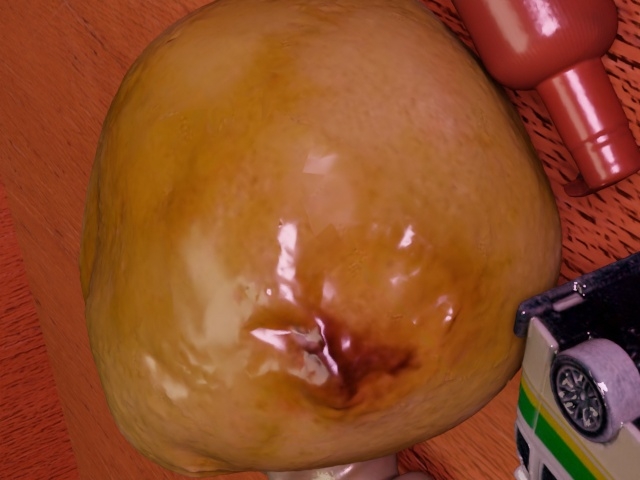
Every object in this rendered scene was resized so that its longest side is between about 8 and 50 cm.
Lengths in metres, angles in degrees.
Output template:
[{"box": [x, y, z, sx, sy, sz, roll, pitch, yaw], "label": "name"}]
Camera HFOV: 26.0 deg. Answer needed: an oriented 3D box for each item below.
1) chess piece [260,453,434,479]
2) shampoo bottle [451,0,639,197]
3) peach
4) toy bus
[{"box": [0.051, 0.226, 1.187, 0.243, 0.133, 0.133, 47, 150, 28], "label": "chess piece"}, {"box": [0.109, -0.141, 0.757, 0.244, 0.085, 0.085, 66, 157, 2], "label": "shampoo bottle"}, {"box": [0.000, -0.006, 0.843, 0.315, 0.281, 0.314, 163, 116, -77], "label": "peach"}, {"box": [0.219, 0.143, 0.698, 0.276, 0.133, 0.165, 52, 152, 37], "label": "toy bus"}]
